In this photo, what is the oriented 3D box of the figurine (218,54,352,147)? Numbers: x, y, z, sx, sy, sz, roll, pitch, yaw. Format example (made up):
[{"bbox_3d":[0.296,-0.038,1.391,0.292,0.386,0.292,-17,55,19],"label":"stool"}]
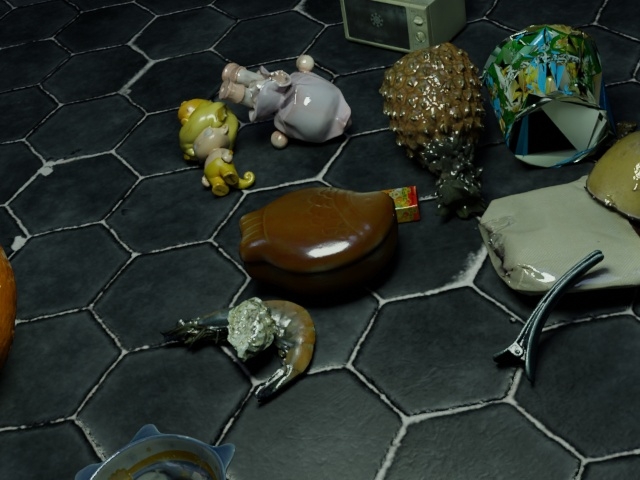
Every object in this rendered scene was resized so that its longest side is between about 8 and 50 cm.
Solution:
[{"bbox_3d":[-0.070,-0.284,1.906,0.275,0.200,0.133,16,11,-14],"label":"figurine"}]

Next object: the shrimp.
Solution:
[{"bbox_3d":[-0.137,0.179,1.500,0.261,0.051,0.198,-6,41,4],"label":"shrimp"}]

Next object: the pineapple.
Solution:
[{"bbox_3d":[0.231,-0.196,1.759,0.201,0.202,0.362,-12,58,2],"label":"pineapple"}]

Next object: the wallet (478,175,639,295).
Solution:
[{"bbox_3d":[0.414,-0.001,1.554,0.274,0.068,0.335,-7,34,1],"label":"wallet"}]

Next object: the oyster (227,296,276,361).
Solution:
[{"bbox_3d":[-0.116,0.134,1.486,0.098,0.037,0.100,-33,53,-23],"label":"oyster"}]

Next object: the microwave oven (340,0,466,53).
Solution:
[{"bbox_3d":[0.196,-0.540,2.174,0.240,0.145,0.194,20,47,33],"label":"microwave oven"}]

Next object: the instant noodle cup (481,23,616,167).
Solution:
[{"bbox_3d":[0.423,-0.256,1.736,0.240,0.240,0.178,-7,50,7],"label":"instant noodle cup"}]

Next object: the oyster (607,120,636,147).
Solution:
[{"bbox_3d":[0.564,-0.206,1.773,0.051,0.034,0.093,17,44,21],"label":"oyster"}]

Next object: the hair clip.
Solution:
[{"bbox_3d":[0.347,0.101,1.405,0.070,0.039,0.230,28,79,39],"label":"hair clip"}]

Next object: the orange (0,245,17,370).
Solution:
[{"bbox_3d":[-0.690,0.116,1.512,0.423,0.326,0.424,-13,54,18],"label":"orange"}]

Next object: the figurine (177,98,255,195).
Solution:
[{"bbox_3d":[-0.218,-0.197,1.916,0.156,0.131,0.246,-42,49,28],"label":"figurine"}]

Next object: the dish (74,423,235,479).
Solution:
[{"bbox_3d":[-0.209,0.363,1.276,0.228,0.086,0.236,-37,45,-27],"label":"dish"}]

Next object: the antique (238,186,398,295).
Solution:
[{"bbox_3d":[0.000,0.000,1.608,0.278,0.129,0.224,-14,40,-1],"label":"antique"}]

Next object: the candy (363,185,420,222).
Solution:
[{"bbox_3d":[0.121,-0.061,1.717,0.121,0.038,0.062,-7,40,7],"label":"candy"}]

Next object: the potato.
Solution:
[{"bbox_3d":[0.551,-0.122,1.576,0.182,0.117,0.202,18,32,14],"label":"potato"}]
